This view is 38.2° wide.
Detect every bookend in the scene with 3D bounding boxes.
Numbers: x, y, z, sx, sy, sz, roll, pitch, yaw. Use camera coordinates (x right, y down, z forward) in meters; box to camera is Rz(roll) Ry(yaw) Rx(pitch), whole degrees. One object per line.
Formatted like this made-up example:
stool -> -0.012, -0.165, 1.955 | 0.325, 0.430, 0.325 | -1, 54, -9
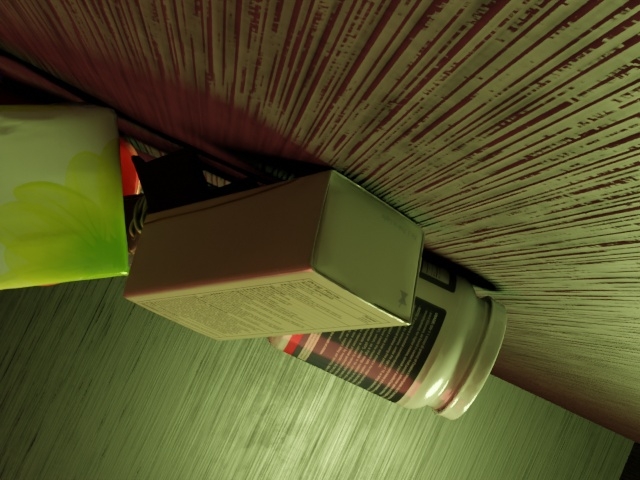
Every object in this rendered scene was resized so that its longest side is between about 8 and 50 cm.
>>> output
bookend -> -0.145, -0.058, 1.213 | 0.072, 0.156, 0.157 | 83, 166, -83

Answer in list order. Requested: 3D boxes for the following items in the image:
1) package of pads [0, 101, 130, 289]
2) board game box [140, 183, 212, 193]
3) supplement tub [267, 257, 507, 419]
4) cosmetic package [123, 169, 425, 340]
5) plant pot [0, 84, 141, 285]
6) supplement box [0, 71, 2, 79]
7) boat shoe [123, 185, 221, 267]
package of pads -> -0.396, -0.057, 1.156 | 0.296, 0.229, 0.101 | -6, -173, -30
board game box -> -0.154, -0.028, 1.671 | 0.318, 0.066, 0.318 | 25, 175, -2
supplement tub -> 0.083, 0.102, 1.211 | 0.272, 0.191, 0.191 | 25, 175, -2
cosmetic package -> -0.058, 0.028, 1.020 | 0.309, 0.113, 0.160 | -10, 149, 42
plant pot -> -0.457, -0.105, 1.433 | 0.243, 0.275, 0.275 | 34, 178, 23
supplement box -> -0.564, -0.238, 1.253 | 0.111, 0.114, 0.220 | 23, 175, 29
boat shoe -> -0.209, -0.033, 1.323 | 0.355, 0.132, 0.130 | -3, 154, 8
